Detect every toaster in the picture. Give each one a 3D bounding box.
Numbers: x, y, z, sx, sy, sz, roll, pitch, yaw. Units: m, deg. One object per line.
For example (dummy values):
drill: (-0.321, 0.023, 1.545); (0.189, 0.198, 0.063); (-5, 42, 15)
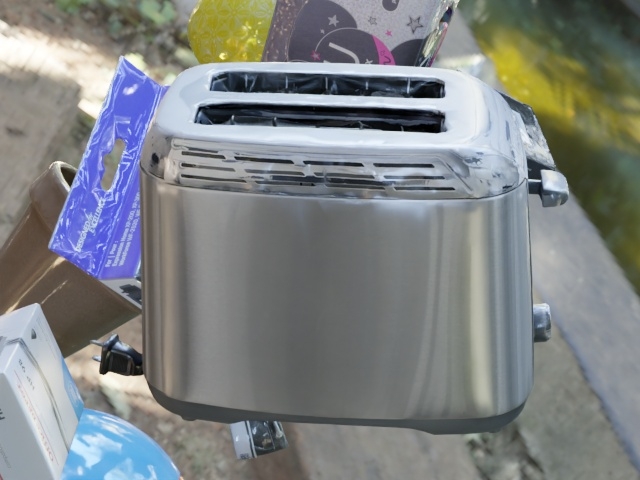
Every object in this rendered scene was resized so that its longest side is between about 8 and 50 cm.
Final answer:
toaster: (0.000, 0.000, 0.573); (0.227, 0.146, 0.129); (3, 28, 5)

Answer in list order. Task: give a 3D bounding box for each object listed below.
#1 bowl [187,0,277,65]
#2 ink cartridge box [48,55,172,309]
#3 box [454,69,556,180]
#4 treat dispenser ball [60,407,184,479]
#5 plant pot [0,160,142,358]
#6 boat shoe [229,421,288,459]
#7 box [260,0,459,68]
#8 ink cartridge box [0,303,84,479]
bowl: (-0.023, -0.310, 1.657); (0.290, 0.156, 0.289); (17, 41, -15)
ink cartridge box: (-0.109, -0.026, 1.008); (0.208, 0.045, 0.206); (38, 49, -34)
box: (0.158, -0.091, 1.489); (0.153, 0.207, 0.108); (19, 45, -41)
treat dispenser ball: (-0.270, 0.317, 1.247); (0.288, 0.288, 0.288); (32, 28, -19)
plant pot: (-0.362, 0.058, 1.711); (0.263, 0.229, 0.263); (46, 3, -4)
boat shoe: (-0.088, 0.147, 1.427); (0.078, 0.070, 0.219); (122, -45, -87)
box: (0.054, -0.254, 1.222); (0.163, 0.247, 0.142); (25, 41, 7)
ink cartridge box: (-0.240, 0.133, 0.930); (0.180, 0.060, 0.104); (-99, 170, -72)
